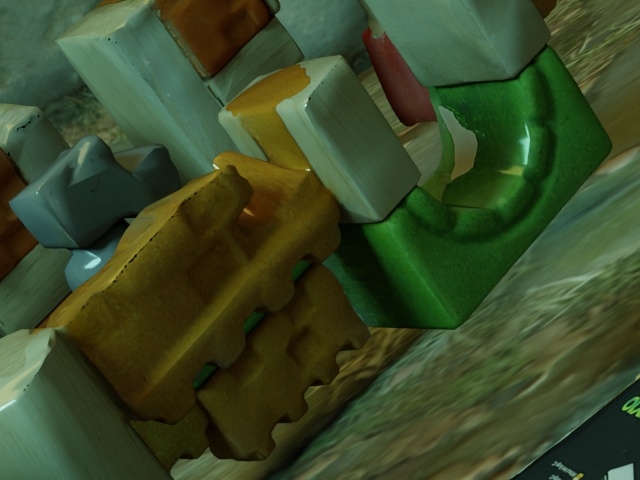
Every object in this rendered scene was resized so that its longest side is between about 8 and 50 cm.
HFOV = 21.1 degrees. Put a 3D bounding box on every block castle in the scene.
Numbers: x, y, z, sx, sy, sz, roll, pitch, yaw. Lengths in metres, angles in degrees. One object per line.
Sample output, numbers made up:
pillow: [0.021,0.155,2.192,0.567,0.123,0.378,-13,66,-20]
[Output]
block castle: [0.000,0.000,0.732,0.453,0.213,0.303,-47,26,-26]

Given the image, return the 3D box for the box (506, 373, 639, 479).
box: [0.057,0.122,0.314,0.293,0.073,0.295,-39,9,-6]
